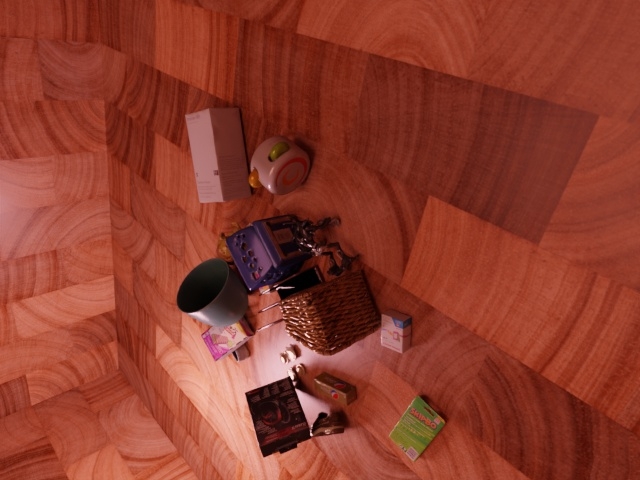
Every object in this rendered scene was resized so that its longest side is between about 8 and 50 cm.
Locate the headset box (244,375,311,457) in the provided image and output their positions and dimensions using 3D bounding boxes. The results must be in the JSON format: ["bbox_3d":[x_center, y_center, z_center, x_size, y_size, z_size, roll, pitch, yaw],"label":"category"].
[{"bbox_3d":[-0.180,0.760,1.891,0.293,0.218,0.110,-122,19,-46],"label":"headset box"}]

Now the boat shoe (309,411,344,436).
[{"bbox_3d":[0.017,0.781,1.888,0.257,0.095,0.095,-36,53,47],"label":"boat shoe"}]

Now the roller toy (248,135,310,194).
[{"bbox_3d":[-0.150,-0.274,1.611,0.146,0.191,0.209,43,119,28],"label":"roller toy"}]

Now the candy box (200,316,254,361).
[{"bbox_3d":[-0.463,0.470,2.201,0.233,0.071,0.159,-39,73,15],"label":"candy box"}]

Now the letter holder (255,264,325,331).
[{"bbox_3d":[-0.143,0.239,1.760,0.302,0.215,0.151,-31,81,47],"label":"letter holder"}]

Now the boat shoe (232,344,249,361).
[{"bbox_3d":[-0.455,0.524,2.273,0.227,0.081,0.079,50,133,22],"label":"boat shoe"}]

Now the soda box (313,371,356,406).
[{"bbox_3d":[0.057,0.598,1.790,0.182,0.061,0.058,10,111,44],"label":"soda box"}]

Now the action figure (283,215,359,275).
[{"bbox_3d":[0.000,0.000,1.595,0.276,0.141,0.164,44,135,6],"label":"action figure"}]

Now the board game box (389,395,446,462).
[{"bbox_3d":[0.338,0.653,1.542,0.124,0.039,0.259,41,132,28],"label":"board game box"}]

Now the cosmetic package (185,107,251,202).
[{"bbox_3d":[-0.438,-0.364,1.903,0.217,0.156,0.384,4,107,47],"label":"cosmetic package"}]

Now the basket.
[{"bbox_3d":[0.025,0.260,1.534,0.214,0.299,0.222,-24,86,46],"label":"basket"}]

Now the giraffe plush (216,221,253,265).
[{"bbox_3d":[-0.382,0.027,1.932,0.182,0.170,0.210,28,110,3],"label":"giraffe plush"}]

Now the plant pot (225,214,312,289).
[{"bbox_3d":[-0.188,0.031,1.731,0.212,0.236,0.235,-36,76,40],"label":"plant pot"}]

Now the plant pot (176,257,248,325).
[{"bbox_3d":[-0.475,0.266,2.057,0.293,0.292,0.235,13,151,43],"label":"plant pot"}]

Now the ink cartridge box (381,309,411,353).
[{"bbox_3d":[0.256,0.307,1.496,0.089,0.052,0.122,14,114,42],"label":"ink cartridge box"}]

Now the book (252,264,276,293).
[{"bbox_3d":[-0.258,0.168,1.990,0.096,0.035,0.144,-14,93,50],"label":"book"}]

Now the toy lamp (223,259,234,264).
[{"bbox_3d":[-0.471,0.115,2.156,0.275,0.080,0.080,-37,76,45],"label":"toy lamp"}]

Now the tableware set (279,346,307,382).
[{"bbox_3d":[-0.128,0.559,1.997,0.141,0.020,0.168,-37,78,46],"label":"tableware set"}]
